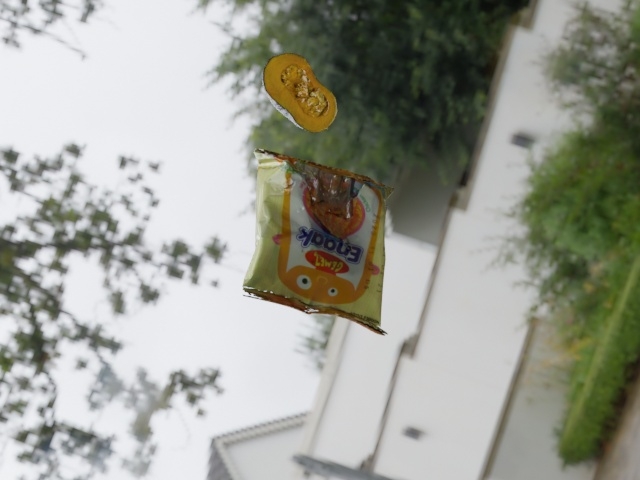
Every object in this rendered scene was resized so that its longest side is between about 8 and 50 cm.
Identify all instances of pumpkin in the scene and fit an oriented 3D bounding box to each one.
[{"bbox_3d":[-0.022,-0.133,1.157,0.050,0.083,0.028,-43,8,-19],"label":"pumpkin"}]

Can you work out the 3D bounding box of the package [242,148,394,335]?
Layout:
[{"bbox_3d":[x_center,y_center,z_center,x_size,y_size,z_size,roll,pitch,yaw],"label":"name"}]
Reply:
[{"bbox_3d":[0.000,-0.002,0.842,0.031,0.108,0.120,-36,44,53],"label":"package"}]
